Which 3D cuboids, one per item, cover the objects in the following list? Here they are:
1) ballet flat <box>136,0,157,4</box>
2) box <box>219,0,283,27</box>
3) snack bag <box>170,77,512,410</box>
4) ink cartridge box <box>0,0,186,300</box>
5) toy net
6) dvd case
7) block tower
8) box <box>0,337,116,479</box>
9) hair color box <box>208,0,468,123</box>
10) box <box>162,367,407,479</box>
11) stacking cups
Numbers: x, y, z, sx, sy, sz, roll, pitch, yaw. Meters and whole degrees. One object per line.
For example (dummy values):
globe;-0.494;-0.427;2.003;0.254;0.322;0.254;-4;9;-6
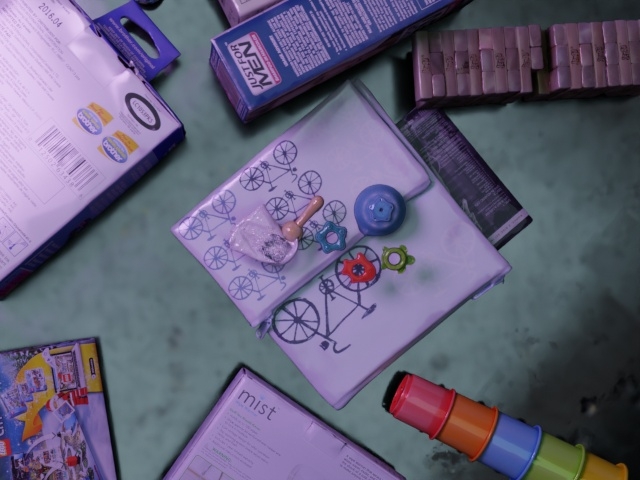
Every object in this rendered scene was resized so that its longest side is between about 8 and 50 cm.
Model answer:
ballet flat;-0.249;-0.404;1.581;0.070;0.070;0.188;-23;90;-6
box;-0.038;-0.390;1.569;0.232;0.127;0.148;-27;90;-6
snack bag;0.029;0.013;1.595;0.323;0.037;0.342;-39;92;-1
ink cartridge box;-0.355;-0.148;1.519;0.395;0.151;0.270;-42;93;-4
toy net;0.000;0.000;1.556;0.232;0.045;0.122;-9;92;0
dvd case;0.156;-0.060;1.630;0.164;0.018;0.221;-40;91;-6
block tower;0.281;-0.234;1.603;0.336;0.097;0.090;-4;86;-10
box;-0.351;0.251;1.533;0.159;0.044;0.233;-8;88;-27
hair color box;0.033;-0.280;1.548;0.347;0.174;0.105;-28;92;-5
box;-0.058;0.329;1.543;0.262;0.127;0.231;34;85;-3
stacking cups;0.244;0.272;1.602;0.316;0.096;0.096;25;86;1
